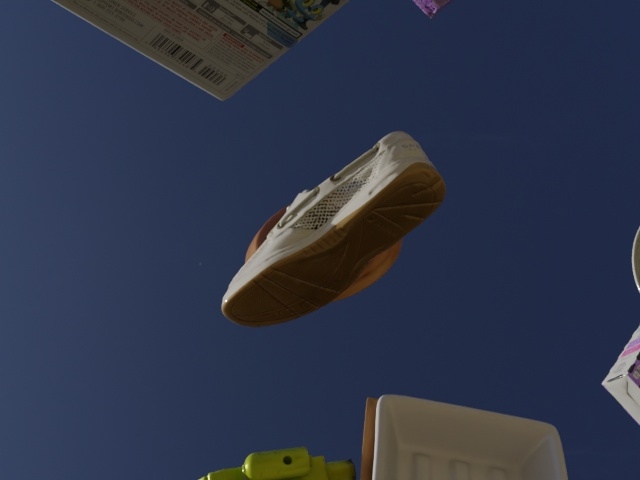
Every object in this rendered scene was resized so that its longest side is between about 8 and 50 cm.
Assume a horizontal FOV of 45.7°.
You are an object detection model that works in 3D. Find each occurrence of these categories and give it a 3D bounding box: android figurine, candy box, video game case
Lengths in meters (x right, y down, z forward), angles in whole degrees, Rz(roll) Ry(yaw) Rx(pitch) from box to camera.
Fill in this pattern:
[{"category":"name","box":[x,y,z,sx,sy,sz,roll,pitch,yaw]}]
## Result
[{"category":"android figurine","box":[-0.088,0.388,1.176,0.272,0.248,0.056,-3,-124,-13]},{"category":"candy box","box":[0.646,0.261,1.429,0.165,0.070,0.196,47,-126,3]},{"category":"video game case","box":[-0.141,-0.298,0.768,0.329,0.300,0.036,27,-128,-33]}]

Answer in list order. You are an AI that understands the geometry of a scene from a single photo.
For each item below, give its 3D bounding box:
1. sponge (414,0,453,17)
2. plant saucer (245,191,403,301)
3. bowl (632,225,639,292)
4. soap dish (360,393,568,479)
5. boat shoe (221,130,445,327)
[{"category":"sponge","box":[0.152,-0.489,1.331,0.210,0.031,0.117,46,-135,0]},{"category":"plant saucer","box":[0.000,0.000,0.928,0.200,0.200,0.037,-24,-55,-9]},{"category":"bowl","box":[0.664,0.056,1.237,0.297,0.134,0.298,-7,-113,16]},{"category":"soap dish","box":[0.196,0.344,1.055,0.290,0.229,0.118,10,-53,0]},{"category":"boat shoe","box":[0.004,-0.010,0.805,0.277,0.096,0.098,-36,-43,18]}]
